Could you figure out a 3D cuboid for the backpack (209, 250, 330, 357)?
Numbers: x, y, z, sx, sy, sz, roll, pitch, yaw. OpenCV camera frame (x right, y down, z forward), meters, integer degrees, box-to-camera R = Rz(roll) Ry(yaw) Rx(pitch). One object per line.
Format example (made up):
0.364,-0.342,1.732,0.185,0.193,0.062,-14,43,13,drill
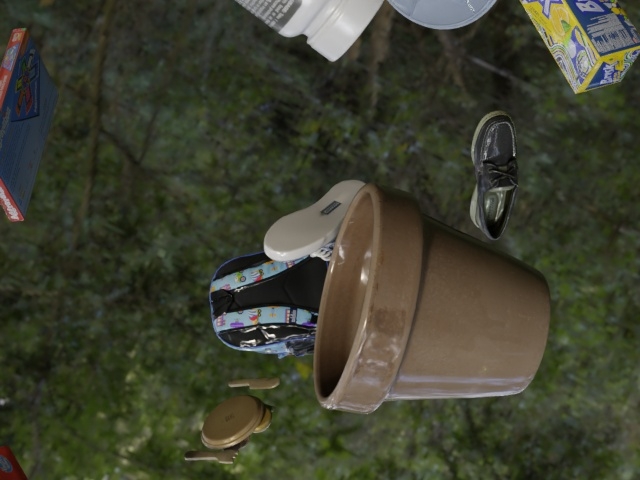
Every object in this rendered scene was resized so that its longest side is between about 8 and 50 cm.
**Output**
-0.062,0.091,1.541,0.173,0.158,0.117,-12,156,4,backpack

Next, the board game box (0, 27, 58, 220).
-0.466,-0.182,1.696,0.027,0.281,0.145,-5,139,8,board game box

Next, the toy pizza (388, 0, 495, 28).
0.150,-0.369,1.393,0.201,0.201,0.032,27,-142,22,toy pizza

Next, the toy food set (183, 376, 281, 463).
-0.145,0.319,1.895,0.132,0.192,0.039,-6,126,36,toy food set

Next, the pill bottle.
-0.055,-0.382,1.501,0.283,0.161,0.161,36,179,-12,pill bottle

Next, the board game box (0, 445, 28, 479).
-0.450,0.500,1.603,0.064,0.242,0.316,-4,-139,-45,board game box

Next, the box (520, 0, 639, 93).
0.232,-0.225,1.029,0.059,0.054,0.169,110,141,-60,box

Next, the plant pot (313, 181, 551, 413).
0.132,0.083,1.257,0.229,0.263,0.263,12,-177,-8,plant pot

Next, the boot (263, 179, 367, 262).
0.000,0.000,1.401,0.069,0.086,0.190,30,-136,30,boot

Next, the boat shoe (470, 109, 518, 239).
0.290,-0.102,1.789,0.080,0.224,0.073,-9,-144,-13,boat shoe
